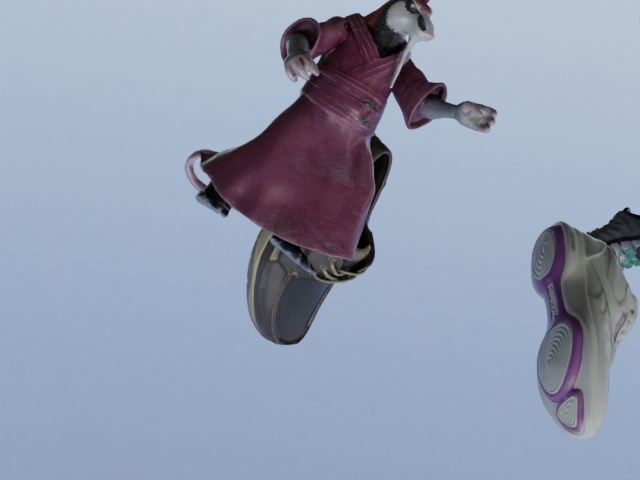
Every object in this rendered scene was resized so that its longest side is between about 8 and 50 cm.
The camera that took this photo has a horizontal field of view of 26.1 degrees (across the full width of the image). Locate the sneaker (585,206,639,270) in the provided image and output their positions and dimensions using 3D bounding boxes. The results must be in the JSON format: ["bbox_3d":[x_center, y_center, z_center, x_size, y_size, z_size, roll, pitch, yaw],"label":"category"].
[{"bbox_3d":[0.480,0.000,2.283,0.223,0.083,0.098,-12,-125,25],"label":"sneaker"}]

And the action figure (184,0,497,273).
[{"bbox_3d":[0.032,-0.153,1.653,0.248,0.370,0.276,31,-179,-18],"label":"action figure"}]

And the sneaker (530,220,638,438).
[{"bbox_3d":[0.358,0.116,1.782,0.152,0.114,0.305,18,-125,-21],"label":"sneaker"}]

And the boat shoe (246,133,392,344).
[{"bbox_3d":[0.000,0.000,1.895,0.132,0.355,0.130,-10,-146,-46],"label":"boat shoe"}]
